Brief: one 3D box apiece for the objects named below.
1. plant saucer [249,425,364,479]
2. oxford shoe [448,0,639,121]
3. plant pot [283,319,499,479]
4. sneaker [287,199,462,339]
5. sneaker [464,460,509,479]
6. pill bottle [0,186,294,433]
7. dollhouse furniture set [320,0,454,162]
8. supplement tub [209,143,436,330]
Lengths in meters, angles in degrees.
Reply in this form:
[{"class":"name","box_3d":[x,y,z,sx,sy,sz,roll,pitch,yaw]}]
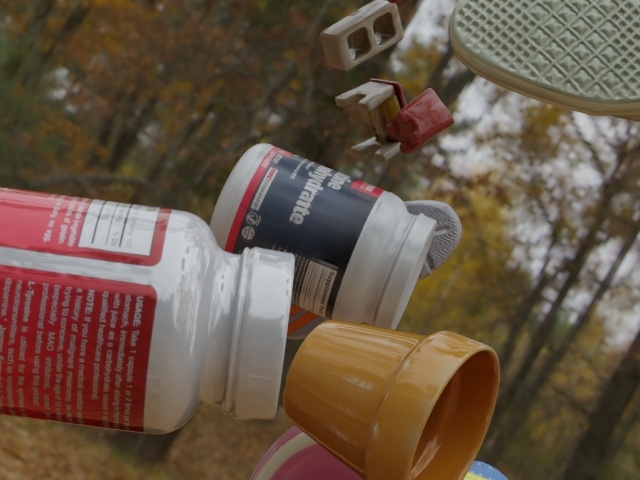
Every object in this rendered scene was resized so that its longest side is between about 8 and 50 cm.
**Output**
[{"class":"plant saucer","box_3d":[0.025,0.371,1.920,0.332,0.332,0.084,27,-6,33]},{"class":"oxford shoe","box_3d":[0.366,-0.201,1.717,0.449,0.169,0.130,7,-20,-5]},{"class":"plant pot","box_3d":[0.070,0.179,1.645,0.188,0.205,0.205,22,-10,27]},{"class":"sneaker","box_3d":[0.059,0.030,2.209,0.125,0.321,0.180,63,4,-3]},{"class":"sneaker","box_3d":[0.177,0.339,2.013,0.240,0.091,0.126,27,12,-1]},{"class":"pill bottle","box_3d":[-0.237,0.072,1.484,0.407,0.229,0.229,8,-6,-3]},{"class":"dollhouse furniture set","box_3d":[0.112,-0.298,2.065,0.201,0.152,0.374,18,-47,50]},{"class":"supplement tub","box_3d":[0.000,0.000,1.980,0.272,0.191,0.191,22,-8,7]}]
